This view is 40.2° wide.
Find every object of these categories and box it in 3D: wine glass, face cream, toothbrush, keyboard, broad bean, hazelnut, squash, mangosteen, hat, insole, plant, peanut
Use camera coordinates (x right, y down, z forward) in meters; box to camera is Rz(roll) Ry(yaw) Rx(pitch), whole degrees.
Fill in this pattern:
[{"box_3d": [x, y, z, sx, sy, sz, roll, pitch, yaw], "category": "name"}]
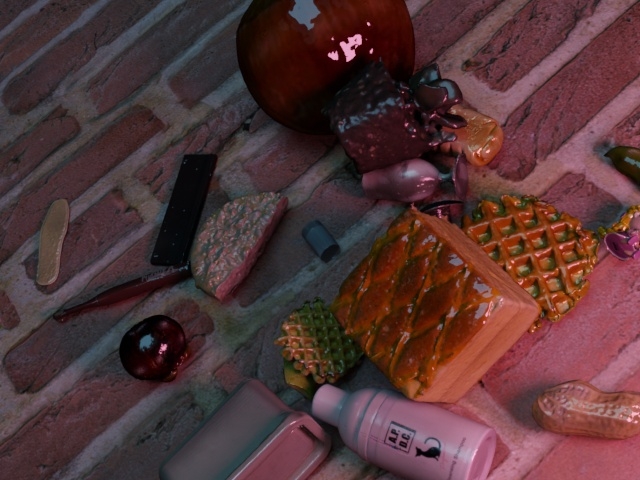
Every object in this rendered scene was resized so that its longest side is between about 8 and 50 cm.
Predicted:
[{"box_3d": [0.204, -0.134, 1.893, 0.222, 0.103, 0.103, -1, 61, 25], "category": "wine glass"}, {"box_3d": [0.127, 0.351, 1.619, 0.369, 0.145, 0.145, 16, 68, 27], "category": "face cream"}, {"box_3d": [-0.462, 0.122, 2.037, 0.364, 0.041, 0.041, -20, 56, 8], "category": "toothbrush"}, {"box_3d": [-0.326, -0.078, 2.114, 0.101, 0.018, 0.310, 1, 62, 23], "category": "keyboard"}, {"box_3d": [0.704, -0.106, 1.723, 0.318, 0.056, 0.098, 28, 68, 26], "category": "broad bean"}, {"box_3d": [0.015, -0.441, 2.008, 0.420, 0.353, 0.421, 1, 76, -3], "category": "hazelnut"}, {"box_3d": [-0.031, 0.230, 1.796, 0.075, 0.090, 0.200, -27, 34, 42], "category": "squash"}, {"box_3d": [-0.352, 0.237, 1.878, 0.152, 0.152, 0.152, -9, 59, 16], "category": "mangosteen"}, {"box_3d": [0.253, -0.054, 1.856, 0.121, 0.121, 0.050, -17, 95, 11], "category": "hat"}, {"box_3d": [-0.677, 0.003, 2.204, 0.081, 0.011, 0.248, -10, 59, 14], "category": "insole"}, {"box_3d": [0.154, -0.272, 1.845, 0.276, 0.188, 0.199, -27, 47, 2], "category": "plant"}, {"box_3d": [0.485, 0.302, 1.547, 0.214, 0.090, 0.099, 5, 53, 20], "category": "peanut"}]

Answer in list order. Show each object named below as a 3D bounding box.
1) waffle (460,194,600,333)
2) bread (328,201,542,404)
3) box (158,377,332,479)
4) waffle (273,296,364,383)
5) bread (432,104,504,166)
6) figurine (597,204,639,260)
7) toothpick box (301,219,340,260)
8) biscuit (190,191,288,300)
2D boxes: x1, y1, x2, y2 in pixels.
[{"box_3d": [0.383, 0.038, 1.751, 0.325, 0.068, 0.302, 24, 72, 29], "category": "waffle"}, {"box_3d": [0.207, 0.126, 1.635, 0.279, 0.207, 0.279, -49, 58, 16], "category": "bread"}, {"box_3d": [-0.156, 0.420, 1.679, 0.312, 0.175, 0.182, -44, 48, -7], "category": "box"}, {"box_3d": [0.001, 0.200, 1.758, 0.169, 0.036, 0.183, 40, 47, 11], "category": "waffle"}, {"box_3d": [0.316, -0.228, 1.918, 0.177, 0.084, 0.119, 29, 76, 31], "category": "bread"}, {"box_3d": [0.616, -0.029, 1.694, 0.156, 0.095, 0.115, -33, 33, -16], "category": "figurine"}, {"box_3d": [0.000, 0.000, 1.926, 0.052, 0.052, 0.083, -37, 56, -2], "category": "toothpick box"}, {"box_3d": [-0.198, -0.004, 1.987, 0.179, 0.084, 0.281, 25, 70, 35], "category": "biscuit"}]
